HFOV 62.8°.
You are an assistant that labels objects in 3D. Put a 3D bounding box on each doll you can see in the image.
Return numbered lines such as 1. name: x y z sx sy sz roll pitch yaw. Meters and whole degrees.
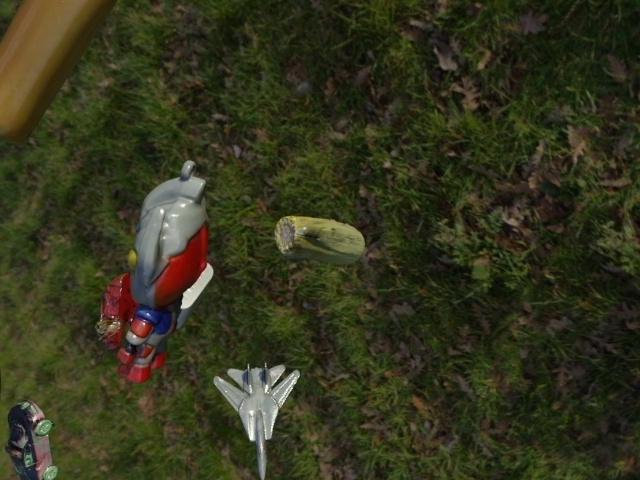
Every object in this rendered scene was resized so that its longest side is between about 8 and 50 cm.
1. doll: -0.130 0.026 0.440 0.062 0.104 0.195 26 108 23

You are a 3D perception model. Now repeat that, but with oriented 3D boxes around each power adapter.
1. power adapter: -0.440 0.153 1.683 0.187 0.124 0.255 -60 5 -37

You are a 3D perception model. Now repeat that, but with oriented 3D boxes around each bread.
1. bread: -0.303 -0.215 0.574 0.239 0.074 0.093 -48 44 16

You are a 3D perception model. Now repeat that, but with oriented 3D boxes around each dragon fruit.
1. dragon fruit: -0.535 0.193 1.379 0.092 0.122 0.192 -6 62 20

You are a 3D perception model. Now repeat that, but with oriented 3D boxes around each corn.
1. corn: 0.002 0.003 1.369 0.123 0.305 0.122 3 88 40

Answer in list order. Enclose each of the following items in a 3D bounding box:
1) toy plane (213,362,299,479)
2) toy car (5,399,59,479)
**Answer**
1. toy plane: -0.145 0.430 1.250 0.088 0.212 0.267 105 160 -61
2. toy car: -0.440 0.310 0.791 0.069 0.055 0.142 12 110 29
